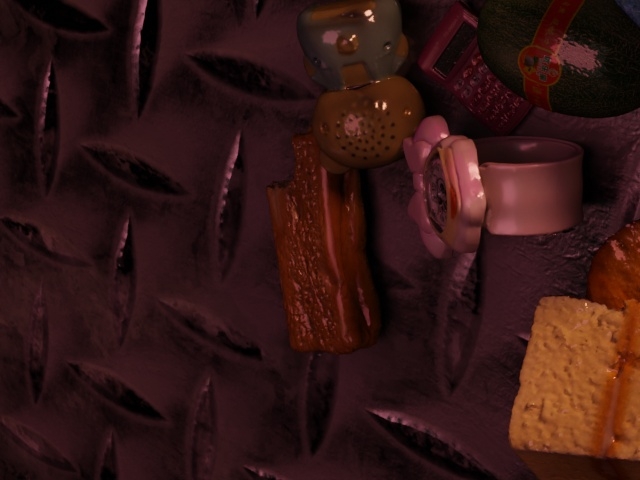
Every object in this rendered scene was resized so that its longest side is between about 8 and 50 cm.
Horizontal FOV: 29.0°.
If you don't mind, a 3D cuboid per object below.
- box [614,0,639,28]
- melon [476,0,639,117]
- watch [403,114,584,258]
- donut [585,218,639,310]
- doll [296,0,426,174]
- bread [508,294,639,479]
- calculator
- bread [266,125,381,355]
[{"bbox_3d":[0.459,-0.312,1.480,0.279,0.261,0.116,52,131,14],"label":"box"},{"bbox_3d":[0.342,-0.257,1.647,0.287,0.182,0.182,23,117,29],"label":"melon"},{"bbox_3d":[0.256,-0.072,1.770,0.248,0.217,0.211,-136,41,-71],"label":"watch"},{"bbox_3d":[0.514,0.084,1.662,0.302,0.110,0.303,13,113,33],"label":"donut"},{"bbox_3d":[0.065,-0.235,1.883,0.177,0.161,0.261,-9,107,8],"label":"doll"},{"bbox_3d":[0.452,0.249,1.712,0.345,0.405,0.242,6,71,36],"label":"bread"},{"bbox_3d":[0.239,-0.252,1.831,0.190,0.034,0.127,45,126,13],"label":"calculator"},{"bbox_3d":[0.000,0.000,2.055,0.185,0.109,0.381,1,103,47],"label":"bread"}]
